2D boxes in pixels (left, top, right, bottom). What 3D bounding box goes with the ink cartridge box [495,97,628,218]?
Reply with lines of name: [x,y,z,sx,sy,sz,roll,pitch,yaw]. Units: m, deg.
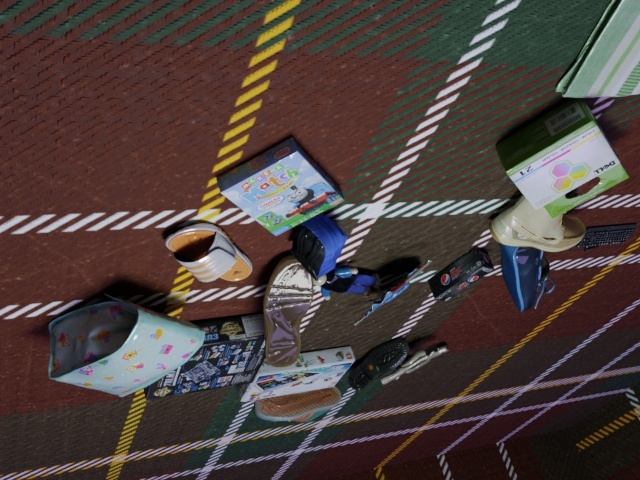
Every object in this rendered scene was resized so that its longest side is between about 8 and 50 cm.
ink cartridge box: [0.501,-0.135,1.503,0.188,0.097,0.255,-32,126,23]

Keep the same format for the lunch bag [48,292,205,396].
lunch bag: [-0.407,0.215,1.593,0.262,0.160,0.223,-25,150,22]

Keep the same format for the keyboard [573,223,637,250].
keyboard: [0.763,-0.003,2.032,0.180,0.023,0.108,-4,147,-23]

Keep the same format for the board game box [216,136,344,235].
board game box: [-0.069,-0.093,1.387,0.160,0.039,0.211,-27,149,15]

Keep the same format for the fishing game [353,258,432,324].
fishing game: [0.174,0.118,1.834,0.189,0.041,0.264,-36,171,-25]

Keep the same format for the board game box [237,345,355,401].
board game box: [-0.072,0.388,2.178,0.305,0.053,0.193,-4,148,-25]

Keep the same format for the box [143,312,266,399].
box: [-0.284,0.294,1.880,0.293,0.073,0.296,-5,148,-22]

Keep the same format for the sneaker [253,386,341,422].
sneaker: [-0.082,0.528,2.352,0.302,0.108,0.121,0,141,-32]

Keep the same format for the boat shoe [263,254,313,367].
boat shoe: [-0.082,0.148,1.710,0.109,0.098,0.303,-1,124,-12]

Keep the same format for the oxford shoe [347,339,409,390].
oxford shoe: [0.184,0.367,2.285,0.227,0.083,0.096,-38,168,27]

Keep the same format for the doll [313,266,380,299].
doll: [0.052,0.100,1.774,0.188,0.046,0.129,11,138,-42]

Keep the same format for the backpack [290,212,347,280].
backpack: [0.000,0.000,1.531,0.101,0.098,0.120,-38,160,-28]

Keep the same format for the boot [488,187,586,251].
boot: [0.544,-0.069,1.724,0.261,0.095,0.203,4,143,-22]

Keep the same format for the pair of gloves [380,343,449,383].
pair of gloves: [0.293,0.378,2.342,0.204,0.042,0.240,-34,165,16]

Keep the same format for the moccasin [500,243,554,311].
moccasin: [0.546,0.086,1.946,0.116,0.138,0.342,-24,151,1]

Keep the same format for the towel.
towel: [0.613,-0.353,1.348,0.324,0.038,0.248,-6,147,-19]

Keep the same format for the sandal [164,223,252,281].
sandal: [-0.205,0.047,1.505,0.101,0.076,0.265,-27,149,14]

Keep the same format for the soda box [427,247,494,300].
soda box: [0.357,0.088,1.914,0.053,0.060,0.169,14,138,-42]
